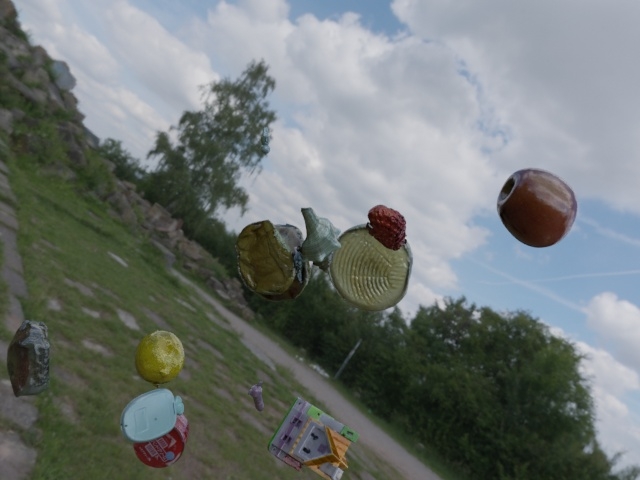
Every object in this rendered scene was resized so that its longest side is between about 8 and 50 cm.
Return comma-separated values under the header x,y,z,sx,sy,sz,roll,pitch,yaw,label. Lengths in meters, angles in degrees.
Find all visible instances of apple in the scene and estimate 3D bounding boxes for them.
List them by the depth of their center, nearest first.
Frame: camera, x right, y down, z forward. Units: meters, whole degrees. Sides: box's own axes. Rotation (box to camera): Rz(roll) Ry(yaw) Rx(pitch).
x,y,z,sx,sy,sz,roll,pitch,yaw,label
0.517,-0.078,1.138,0.168,0.181,0.181,28,-5,-4,apple

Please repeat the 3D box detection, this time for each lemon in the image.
x,y,z,sx,sy,sz,roll,pitch,yaw,label
-0.569,0.409,1.676,0.173,0.173,0.206,42,18,-54,lemon

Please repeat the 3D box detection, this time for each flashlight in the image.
x,y,z,sx,sy,sz,roll,pitch,yaw,label
-0.176,0.433,1.308,0.031,0.052,0.110,29,-41,35,flashlight

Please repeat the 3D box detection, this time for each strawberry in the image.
x,y,z,sx,sy,sz,roll,pitch,yaw,label
0.205,-0.026,1.440,0.121,0.082,0.188,18,-32,40,strawberry

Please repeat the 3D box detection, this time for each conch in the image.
x,y,z,sx,sy,sz,roll,pitch,yaw,label
0.009,0.010,1.442,0.114,0.137,0.234,56,-33,41,conch

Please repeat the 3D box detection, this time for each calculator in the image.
x,y,z,sx,sy,sz,roll,pitch,yaw,label
-0.652,0.685,1.863,0.042,0.184,0.295,-13,-7,31,calculator

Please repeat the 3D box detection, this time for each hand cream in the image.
x,y,z,sx,sy,sz,roll,pitch,yaw,label
-0.707,0.879,2.124,0.230,0.230,0.149,35,6,-8,hand cream

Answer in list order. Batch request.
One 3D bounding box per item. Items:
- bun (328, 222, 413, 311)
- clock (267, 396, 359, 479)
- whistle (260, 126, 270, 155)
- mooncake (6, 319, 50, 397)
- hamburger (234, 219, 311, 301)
x,y,z,sx,sy,sz,roll,pitch,yaw,label
0.213,0.102,1.960,0.364,0.364,0.202,33,11,7,bun
-0.013,0.797,1.843,0.310,0.235,0.166,13,-33,40,clock
-0.195,-0.350,1.675,0.035,0.100,0.035,0,3,0,whistle
-0.579,0.232,0.938,0.073,0.125,0.130,0,9,-36,mooncake
-0.161,0.071,1.640,0.266,0.284,0.134,-10,-5,37,hamburger
